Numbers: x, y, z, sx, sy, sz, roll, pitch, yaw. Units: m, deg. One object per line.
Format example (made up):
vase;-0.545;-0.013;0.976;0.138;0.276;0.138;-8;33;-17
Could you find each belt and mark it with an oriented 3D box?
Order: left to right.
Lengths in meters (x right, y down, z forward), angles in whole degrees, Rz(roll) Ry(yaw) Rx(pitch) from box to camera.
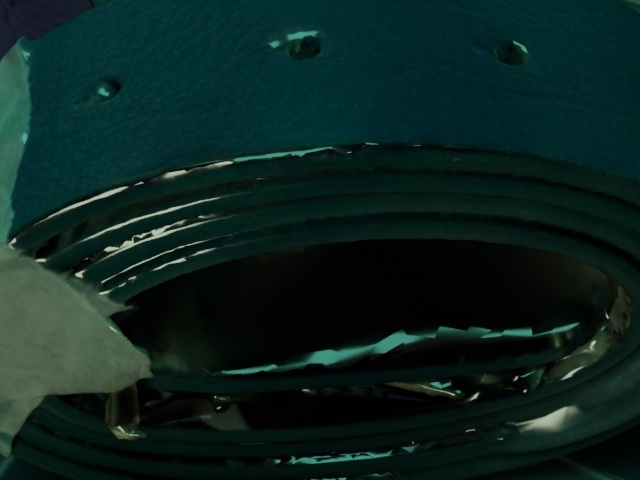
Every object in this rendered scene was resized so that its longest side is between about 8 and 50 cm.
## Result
belt;0.001;-0.001;1.043;0.437;0.300;0.173;-8;49;0

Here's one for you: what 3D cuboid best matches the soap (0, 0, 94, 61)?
soap;-0.230;-0.135;1.273;0.181;0.081;0.259;18;38;-35
